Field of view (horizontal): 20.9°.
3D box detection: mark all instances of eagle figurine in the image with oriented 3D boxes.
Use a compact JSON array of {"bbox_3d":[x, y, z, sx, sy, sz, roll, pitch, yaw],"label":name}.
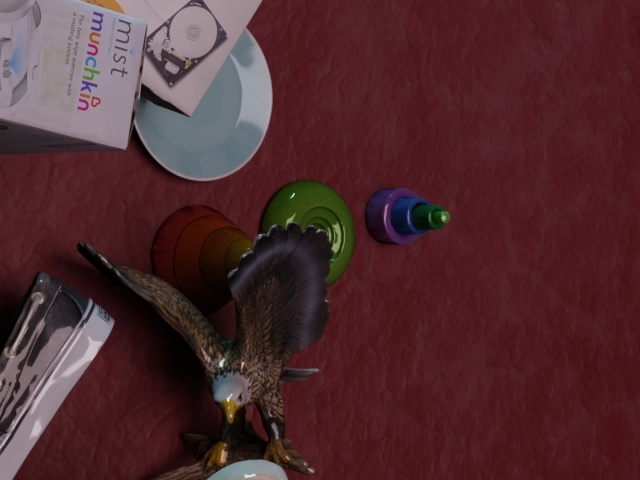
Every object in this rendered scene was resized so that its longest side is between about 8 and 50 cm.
[{"bbox_3d":[-0.094,0.104,1.750,0.226,0.225,0.298,-23,112,-26],"label":"eagle figurine"}]

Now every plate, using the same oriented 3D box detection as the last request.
[{"bbox_3d":[-0.132,-0.157,1.849,0.188,0.024,0.188,-1,92,-39],"label":"plate"}]

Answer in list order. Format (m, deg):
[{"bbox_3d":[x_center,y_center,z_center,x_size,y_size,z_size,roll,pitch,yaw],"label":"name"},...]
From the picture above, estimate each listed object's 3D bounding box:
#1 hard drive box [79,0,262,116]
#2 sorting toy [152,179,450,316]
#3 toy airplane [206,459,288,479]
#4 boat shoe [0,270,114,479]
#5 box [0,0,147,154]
[{"bbox_3d":[-0.153,-0.270,1.727,0.181,0.089,0.232,33,84,-33],"label":"hard drive box"},{"bbox_3d":[0.000,0.000,1.892,0.366,0.126,0.127,-13,98,-38],"label":"sorting toy"},{"bbox_3d":[-0.201,0.374,1.576,0.384,0.386,0.272,-20,58,-22],"label":"toy airplane"},{"bbox_3d":[-0.321,0.169,1.635,0.105,0.113,0.306,37,83,-15],"label":"boat shoe"},{"bbox_3d":[-0.324,-0.160,1.541,0.231,0.262,0.126,14,82,-39],"label":"box"}]
